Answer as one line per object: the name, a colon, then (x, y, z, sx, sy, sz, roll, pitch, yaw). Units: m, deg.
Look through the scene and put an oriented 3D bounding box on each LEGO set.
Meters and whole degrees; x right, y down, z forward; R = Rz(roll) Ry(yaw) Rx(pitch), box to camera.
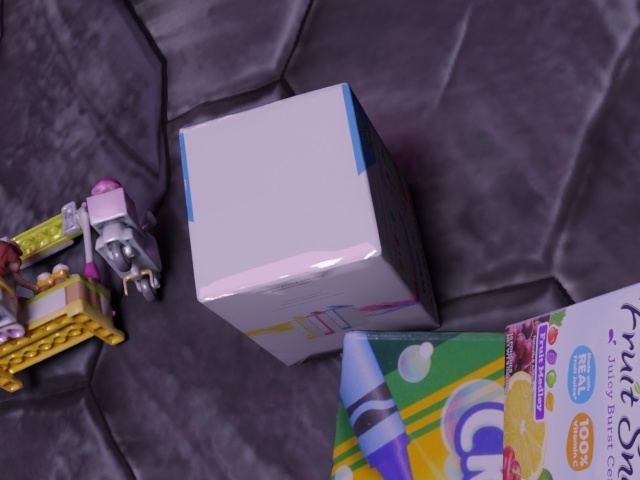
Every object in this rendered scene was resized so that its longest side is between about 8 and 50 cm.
LEGO set: (-0.242, 0.026, 0.742, 0.287, 0.132, 0.107, -12, 55, -2)

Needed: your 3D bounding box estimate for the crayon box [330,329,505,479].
crayon box: (0.151, 0.142, 0.471, 0.323, 0.083, 0.203, -3, 75, 35)

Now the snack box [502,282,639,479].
snack box: (0.110, 0.068, 0.400, 0.141, 0.037, 0.100, 147, 128, -67)

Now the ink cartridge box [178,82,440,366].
ink cartridge box: (0.000, 0.000, 0.595, 0.090, 0.143, 0.092, -16, 67, 13)
